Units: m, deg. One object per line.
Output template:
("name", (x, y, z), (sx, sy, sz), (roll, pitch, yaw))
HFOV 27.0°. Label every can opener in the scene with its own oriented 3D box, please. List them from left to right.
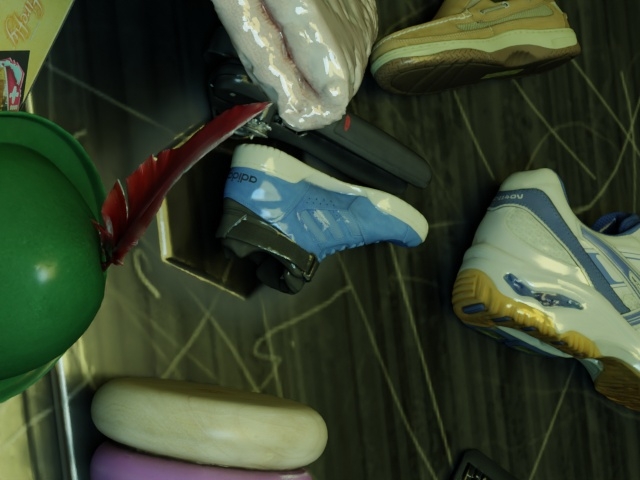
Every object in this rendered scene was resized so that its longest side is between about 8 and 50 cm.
("can opener", (0.002, -0.076, 0.886), (0.186, 0.059, 0.073), (28, 73, -27))

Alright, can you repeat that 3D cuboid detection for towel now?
("towel", (-0.058, -0.228, 0.738), (0.053, 0.332, 0.317), (-26, 102, 13))

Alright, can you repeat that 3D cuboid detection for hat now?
("hat", (-0.125, 0.033, 0.685), (0.173, 0.183, 0.208), (-42, 138, -29))

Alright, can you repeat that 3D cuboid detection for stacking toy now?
("stacking toy", (-0.088, 0.252, 0.778), (0.141, 0.141, 0.330), (11, 86, -31))

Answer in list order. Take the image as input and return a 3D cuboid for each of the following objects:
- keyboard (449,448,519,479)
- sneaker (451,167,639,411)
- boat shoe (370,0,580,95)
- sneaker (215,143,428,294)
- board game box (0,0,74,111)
("keyboard", (0.159, 0.240, 0.980), (0.192, 0.038, 0.100), (38, 69, -24))
("sneaker", (0.239, 0.049, 0.997), (0.296, 0.112, 0.131), (29, 72, -28))
("boat shoe", (0.104, -0.151, 0.959), (0.190, 0.068, 0.072), (-12, 81, -41))
("sneaker", (-0.001, 0.000, 0.882), (0.152, 0.058, 0.085), (21, 79, -32))
("board game box", (-0.246, -0.103, 0.744), (0.165, 0.042, 0.243), (31, 72, -26))
